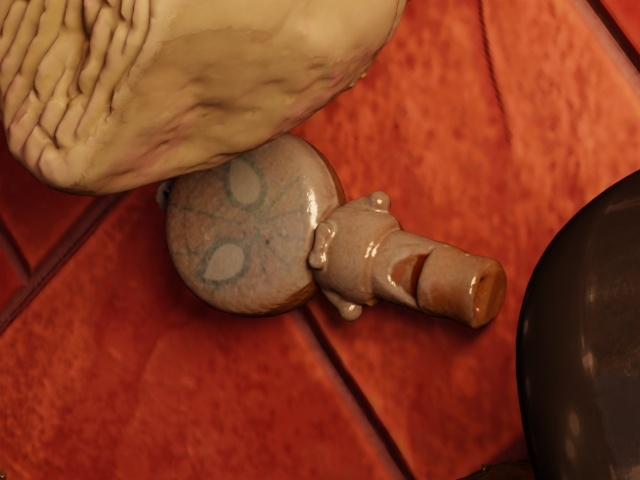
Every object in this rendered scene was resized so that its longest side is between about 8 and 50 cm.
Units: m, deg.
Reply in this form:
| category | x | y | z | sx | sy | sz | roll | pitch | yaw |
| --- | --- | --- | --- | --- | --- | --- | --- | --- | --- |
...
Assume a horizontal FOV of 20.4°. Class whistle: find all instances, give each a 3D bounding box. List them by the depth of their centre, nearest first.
| category | x | y | z | sx | sy | sz | roll | pitch | yaw |
| --- | --- | --- | --- | --- | --- | --- | --- | --- | --- |
| whistle | 0.000 | 0.000 | 0.970 | 0.220 | 0.057 | 0.107 | 16 | 94 | 31 |

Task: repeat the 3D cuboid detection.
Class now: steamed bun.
| category | x | y | z | sx | sy | sz | roll | pitch | yaw |
| --- | --- | --- | --- | --- | --- | --- | --- | --- | --- |
| steamed bun | -0.060 | -0.186 | 0.893 | 0.275 | 0.206 | 0.320 | 28 | 115 | 48 |

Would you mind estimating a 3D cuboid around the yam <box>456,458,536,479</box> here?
| category | x | y | z | sx | sy | sz | roll | pitch | yaw |
| --- | --- | --- | --- | --- | --- | --- | --- | --- | --- |
| yam | 0.062 | 0.205 | 0.834 | 0.161 | 0.268 | 0.161 | 4 | 100 | 27 |

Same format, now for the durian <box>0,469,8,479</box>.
| category | x | y | z | sx | sy | sz | roll | pitch | yaw |
| --- | --- | --- | --- | --- | --- | --- | --- | --- | --- |
| durian | -0.231 | 0.189 | 1.172 | 0.110 | 0.071 | 0.140 | -33 | 64 | 32 |

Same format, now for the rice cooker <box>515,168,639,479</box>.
| category | x | y | z | sx | sy | sz | roll | pitch | yaw |
| --- | --- | --- | --- | --- | --- | --- | --- | --- | --- |
| rice cooker | 0.212 | 0.062 | 0.692 | 0.224 | 0.267 | 0.267 | -18 | 86 | 42 |
